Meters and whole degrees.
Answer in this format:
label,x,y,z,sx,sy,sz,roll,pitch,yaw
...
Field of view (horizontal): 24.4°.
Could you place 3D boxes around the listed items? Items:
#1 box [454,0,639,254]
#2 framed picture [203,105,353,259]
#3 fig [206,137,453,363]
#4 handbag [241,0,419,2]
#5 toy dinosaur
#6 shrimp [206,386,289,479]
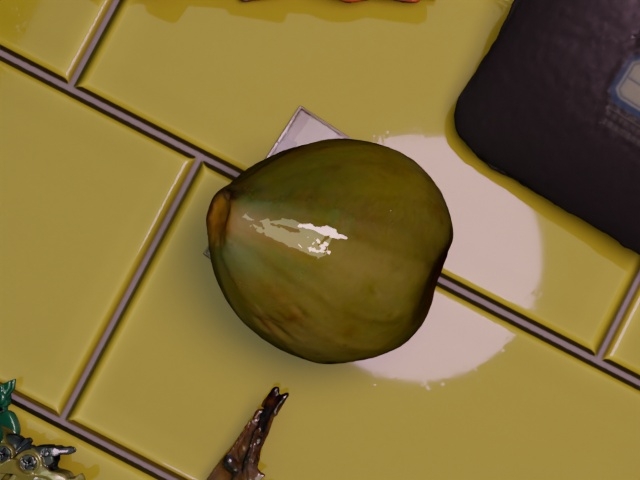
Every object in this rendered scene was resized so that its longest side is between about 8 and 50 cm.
label,x,y,z,sx,sy,sz,roll,pitch,yaw
box,0.360,-0.167,1.564,0.359,0.091,0.350,31,113,10
framed picture,-0.020,-0.032,1.655,0.136,0.010,0.201,33,86,2
fig,0.000,0.000,1.521,0.271,0.239,0.239,25,84,-41
handbag,-0.062,-0.414,1.634,0.410,0.116,0.303,3,89,-1
toy dinosaur,-0.389,0.248,1.594,0.259,0.094,0.153,-20,83,6
shrimp,-0.075,0.282,1.608,0.117,0.066,0.262,27,100,-14
